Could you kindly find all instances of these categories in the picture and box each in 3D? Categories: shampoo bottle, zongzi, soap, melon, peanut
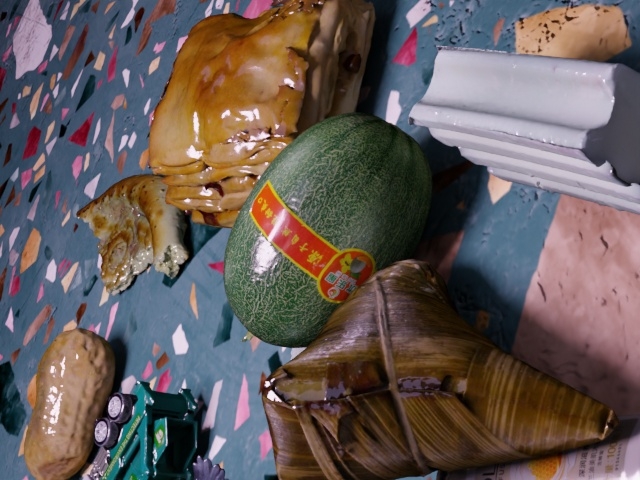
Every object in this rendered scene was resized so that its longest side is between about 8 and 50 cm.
[{"bbox_3d":[0.188,0.189,0.939,0.227,0.056,0.086,-18,47,51],"label":"shampoo bottle"},{"bbox_3d":[0.125,0.105,1.010,0.288,0.134,0.286,-8,21,24],"label":"zongzi"},{"bbox_3d":[0.201,-0.101,1.007,0.261,0.150,0.094,24,87,58],"label":"soap"},{"bbox_3d":[0.000,0.000,1.214,0.287,0.182,0.182,-56,34,20],"label":"melon"},{"bbox_3d":[-0.367,0.243,1.694,0.120,0.110,0.236,18,94,37],"label":"peanut"}]

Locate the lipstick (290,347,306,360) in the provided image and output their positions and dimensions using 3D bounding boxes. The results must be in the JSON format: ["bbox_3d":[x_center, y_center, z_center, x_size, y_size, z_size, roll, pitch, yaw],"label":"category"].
[{"bbox_3d":[-0.015,0.097,1.319,0.037,0.037,0.116,-37,40,40],"label":"lipstick"}]

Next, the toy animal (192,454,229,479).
[{"bbox_3d":[-0.101,0.305,1.262,0.062,0.108,0.220,-116,24,-48],"label":"toy animal"}]

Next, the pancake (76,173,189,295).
[{"bbox_3d":[-0.294,-0.013,1.780,0.377,0.054,0.197,10,81,59],"label":"pancake"}]

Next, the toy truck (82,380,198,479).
[{"bbox_3d":[-0.227,0.289,1.458,0.116,0.110,0.216,43,108,44],"label":"toy truck"}]

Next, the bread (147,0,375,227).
[{"bbox_3d":[-0.092,-0.165,1.460,0.325,0.167,0.277,-11,63,55],"label":"bread"}]
